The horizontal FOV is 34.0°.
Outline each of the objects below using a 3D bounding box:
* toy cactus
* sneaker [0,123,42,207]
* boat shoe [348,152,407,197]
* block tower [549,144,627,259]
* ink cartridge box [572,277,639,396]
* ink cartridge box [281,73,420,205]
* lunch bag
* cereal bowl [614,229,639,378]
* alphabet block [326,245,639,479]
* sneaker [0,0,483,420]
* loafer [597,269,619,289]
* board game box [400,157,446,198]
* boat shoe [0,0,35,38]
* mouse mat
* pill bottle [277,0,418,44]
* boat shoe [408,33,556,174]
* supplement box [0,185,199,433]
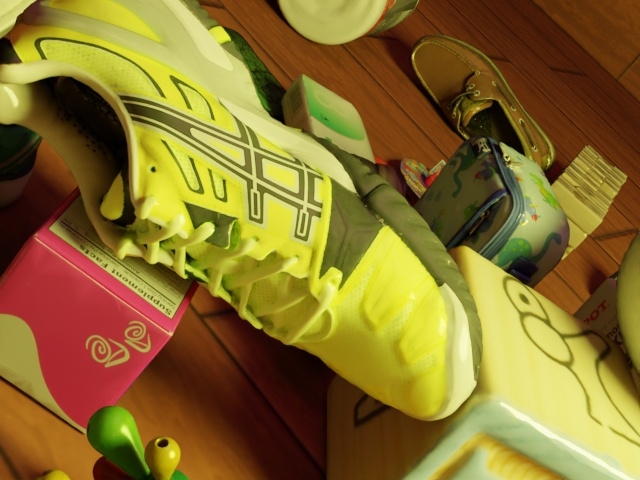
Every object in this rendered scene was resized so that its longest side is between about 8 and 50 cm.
[{"bbox_3d":[-0.079,0.205,0.606,0.219,0.112,0.180,52,10,30],"label":"toy cactus"},{"bbox_3d":[-0.288,-0.072,0.731,0.107,0.110,0.275,42,27,5],"label":"sneaker"},{"bbox_3d":[0.000,0.000,1.004,0.130,0.132,0.355,26,19,-5],"label":"boat shoe"},{"bbox_3d":[0.404,-0.068,1.659,0.097,0.091,0.335,44,26,8],"label":"block tower"},{"bbox_3d":[0.311,0.182,1.040,0.100,0.172,0.237,20,31,-29],"label":"ink cartridge box"},{"bbox_3d":[0.060,-0.092,1.285,0.225,0.056,0.181,25,30,-26],"label":"ink cartridge box"},{"bbox_3d":[0.137,0.016,1.022,0.090,0.219,0.176,28,29,-22],"label":"lunch bag"},{"bbox_3d":[0.382,0.117,0.882,0.339,0.141,0.339,26,30,-16],"label":"cereal bowl"},{"bbox_3d":[0.129,0.159,0.816,0.192,0.193,0.197,33,26,-16],"label":"alphabet block"},{"bbox_3d":[-0.063,-0.011,0.686,0.385,0.145,0.147,42,46,6],"label":"sneaker"},{"bbox_3d":[0.501,0.159,1.448,0.302,0.095,0.109,56,-13,28],"label":"loafer"},{"bbox_3d":[0.175,-0.055,1.378,0.168,0.033,0.133,50,22,10],"label":"board game box"},{"bbox_3d":[-0.326,-0.177,0.865,0.109,0.091,0.305,47,35,-8],"label":"boat shoe"},{"bbox_3d":[-0.108,-0.218,1.320,0.153,0.007,0.189,-1,46,-53],"label":"mouse mat"},{"bbox_3d":[0.064,-0.415,1.665,0.176,0.176,0.318,42,26,4],"label":"pill bottle"},{"bbox_3d":[0.255,-0.219,1.679,0.307,0.110,0.104,44,25,10],"label":"boat shoe"},{"bbox_3d":[-0.150,0.017,0.766,0.114,0.111,0.220,38,26,-8],"label":"supplement box"}]
